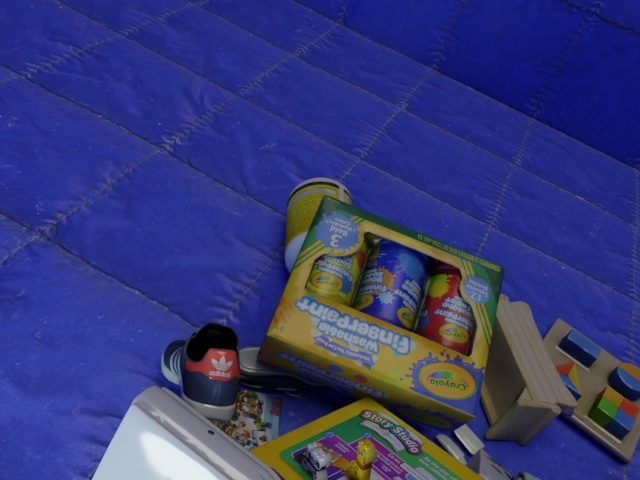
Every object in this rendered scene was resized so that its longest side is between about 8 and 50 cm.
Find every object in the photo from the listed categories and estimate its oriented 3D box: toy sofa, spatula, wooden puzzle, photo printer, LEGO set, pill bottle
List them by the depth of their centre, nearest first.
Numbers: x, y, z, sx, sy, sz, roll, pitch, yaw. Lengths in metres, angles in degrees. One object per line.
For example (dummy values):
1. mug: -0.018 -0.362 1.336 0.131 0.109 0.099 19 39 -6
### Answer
1. LEGO set: 0.064 0.379 1.031 0.087 0.093 0.227 -9 26 -31
2. photo printer: -0.219 0.426 1.068 0.308 0.256 0.107 34 17 13
3. spatula: 0.334 0.518 1.413 0.168 0.019 0.242 -18 58 -41
4. toy sofa: 0.461 0.309 1.607 0.177 0.150 0.362 11 40 -22
5. pill bottle: 0.000 0.000 1.708 0.188 0.187 0.333 13 40 -11
6. wooden puzzle: 0.725 0.369 1.719 0.322 0.080 0.348 37 41 17

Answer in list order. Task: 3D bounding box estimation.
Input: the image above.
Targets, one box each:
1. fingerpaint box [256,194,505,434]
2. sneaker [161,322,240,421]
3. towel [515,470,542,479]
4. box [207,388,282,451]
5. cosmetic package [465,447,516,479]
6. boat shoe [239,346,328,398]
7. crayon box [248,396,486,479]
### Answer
1. fingerpaint box: 0.140 0.154 1.410 0.445 0.163 0.370 22 58 0
2. sneaker: -0.223 0.222 1.266 0.131 0.148 0.350 12 3 -24
3. towel: 0.490 0.673 1.250 0.321 0.090 0.374 32 40 4
4. box: -0.164 0.402 1.281 0.159 0.044 0.233 14 39 -11
5. cosmetic package: 0.337 0.485 1.286 0.099 0.060 0.239 38 3 15
6. boat shoe: -0.068 0.293 1.425 0.255 0.079 0.095 5 44 -17
7. crayon box: 0.090 0.449 1.133 0.313 0.106 0.363 -13 28 -38
